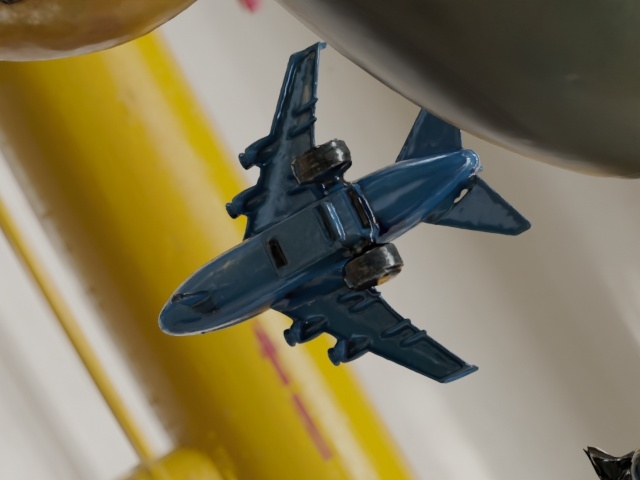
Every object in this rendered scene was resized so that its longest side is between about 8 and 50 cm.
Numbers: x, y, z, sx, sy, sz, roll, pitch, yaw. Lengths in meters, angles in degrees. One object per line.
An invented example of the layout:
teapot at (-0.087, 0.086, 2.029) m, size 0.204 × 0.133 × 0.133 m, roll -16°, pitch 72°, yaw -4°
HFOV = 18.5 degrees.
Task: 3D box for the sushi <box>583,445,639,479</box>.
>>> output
sushi at (0.304, 0.191, 1.429) m, size 0.153 × 0.150 × 0.172 m, roll 49°, pitch 10°, yaw -32°

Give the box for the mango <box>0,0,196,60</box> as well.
mango at (-0.103, -0.155, 0.629) m, size 0.295 × 0.177 × 0.120 m, roll -116°, pitch -174°, yaw -53°

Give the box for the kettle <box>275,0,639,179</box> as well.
kettle at (0.112, -0.169, 0.799) m, size 0.321 × 0.228 × 0.324 m, roll -21°, pitch -50°, yaw 38°

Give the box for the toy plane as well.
toy plane at (0.000, 0.000, 1.347) m, size 0.254 × 0.271 × 0.105 m, roll 65°, pitch 11°, yaw 11°
